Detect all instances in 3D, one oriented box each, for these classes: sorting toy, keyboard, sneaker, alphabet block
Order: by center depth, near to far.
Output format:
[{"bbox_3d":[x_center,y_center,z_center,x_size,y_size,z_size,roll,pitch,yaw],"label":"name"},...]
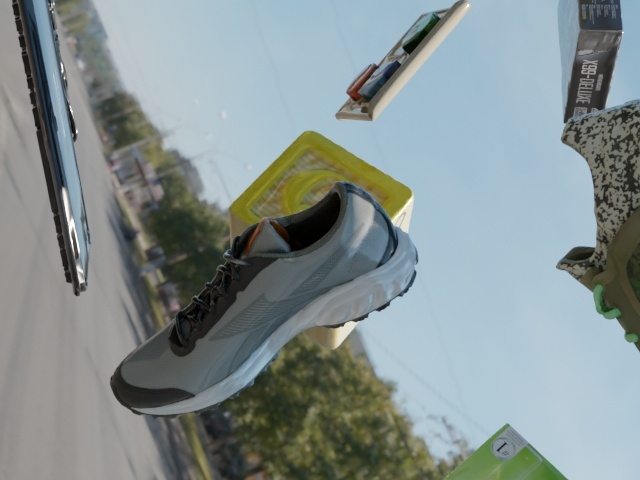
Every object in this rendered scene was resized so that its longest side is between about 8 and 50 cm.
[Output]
[{"bbox_3d":[-0.059,0.044,0.878,0.108,0.271,0.100,55,5,-33],"label":"sneaker"},{"bbox_3d":[-0.242,-0.128,0.959,0.201,0.033,0.317,-112,-163,-65],"label":"keyboard"},{"bbox_3d":[0.325,0.044,1.044,0.182,0.158,0.410,-3,-82,36],"label":"sneaker"},{"bbox_3d":[0.000,0.000,1.537,0.193,0.192,0.197,31,-31,18],"label":"alphabet block"},{"bbox_3d":[0.140,-0.297,1.574,0.041,0.307,0.229,41,-3,-11],"label":"sorting toy"}]

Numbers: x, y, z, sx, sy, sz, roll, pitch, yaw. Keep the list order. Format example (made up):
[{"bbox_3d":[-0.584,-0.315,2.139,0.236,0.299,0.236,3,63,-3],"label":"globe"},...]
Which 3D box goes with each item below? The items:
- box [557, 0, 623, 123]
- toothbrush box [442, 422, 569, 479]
[{"bbox_3d":[0.486,-0.404,1.975,0.242,0.076,0.307,84,10,-55],"label":"box"},{"bbox_3d":[0.206,0.403,1.359,0.206,0.283,0.122,44,-28,23],"label":"toothbrush box"}]
